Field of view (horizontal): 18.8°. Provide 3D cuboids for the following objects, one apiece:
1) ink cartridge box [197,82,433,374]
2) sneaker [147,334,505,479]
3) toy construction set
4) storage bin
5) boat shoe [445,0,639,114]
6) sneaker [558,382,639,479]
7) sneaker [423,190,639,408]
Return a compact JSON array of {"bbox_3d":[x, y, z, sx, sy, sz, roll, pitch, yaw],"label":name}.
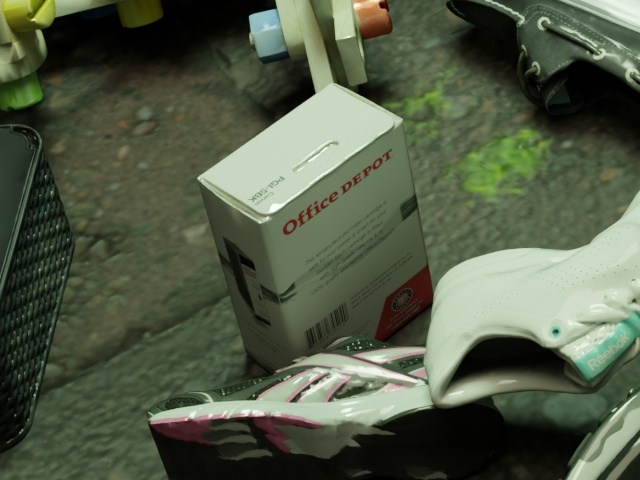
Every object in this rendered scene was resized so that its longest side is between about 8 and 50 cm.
[{"bbox_3d":[0.000,0.000,1.019,0.099,0.135,0.056,-36,48,-24],"label":"ink cartridge box"},{"bbox_3d":[0.000,0.087,0.988,0.178,0.072,0.077,-2,38,-6],"label":"sneaker"},{"bbox_3d":[-0.119,-0.165,1.205,0.328,0.151,0.215,0,20,2],"label":"toy construction set"},{"bbox_3d":[-0.217,0.025,1.080,0.122,0.084,0.180,-3,45,10],"label":"storage bin"},{"bbox_3d":[0.158,-0.107,1.147,0.228,0.080,0.076,26,81,28],"label":"boat shoe"},{"bbox_3d":[0.220,0.106,0.887,0.283,0.107,0.124,-35,53,-23],"label":"sneaker"},{"bbox_3d":[0.144,0.030,0.906,0.212,0.080,0.094,-25,22,27],"label":"sneaker"}]
